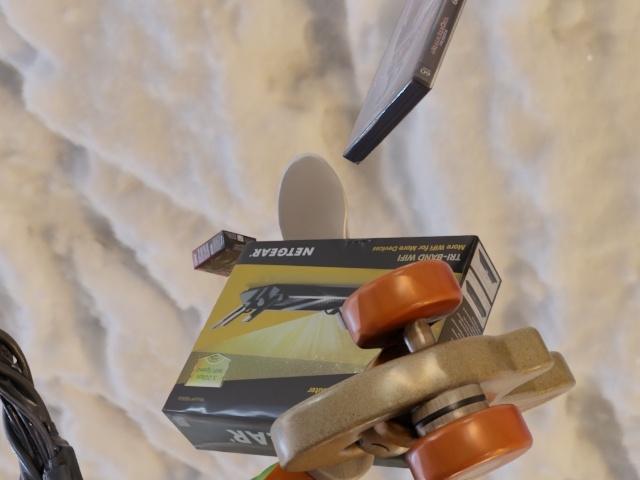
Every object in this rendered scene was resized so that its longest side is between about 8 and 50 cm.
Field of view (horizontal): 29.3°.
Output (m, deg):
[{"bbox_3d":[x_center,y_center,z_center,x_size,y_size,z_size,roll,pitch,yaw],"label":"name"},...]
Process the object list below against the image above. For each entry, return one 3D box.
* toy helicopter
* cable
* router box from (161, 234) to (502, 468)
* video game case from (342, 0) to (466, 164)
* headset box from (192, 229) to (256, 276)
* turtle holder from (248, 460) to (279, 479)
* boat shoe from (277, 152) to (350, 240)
[{"bbox_3d":[0.089,0.133,0.955,0.235,0.355,0.140,-35,69,28],"label":"toy helicopter"},{"bbox_3d":[-0.206,0.121,0.733,0.047,0.185,0.150,-30,155,18],"label":"cable"},{"bbox_3d":[0.012,0.112,1.309,0.308,0.243,0.081,-2,138,34],"label":"router box"},{"bbox_3d":[0.107,-0.224,1.205,0.026,0.274,0.196,27,157,-9],"label":"video game case"},{"bbox_3d":[-0.139,0.021,1.746,0.062,0.032,0.083,16,143,-40],"label":"headset box"},{"bbox_3d":[-0.032,0.365,1.134,0.227,0.320,0.243,-32,130,25],"label":"turtle holder"},{"bbox_3d":[0.000,0.000,1.651,0.096,0.088,0.268,-18,115,-2],"label":"boat shoe"}]
